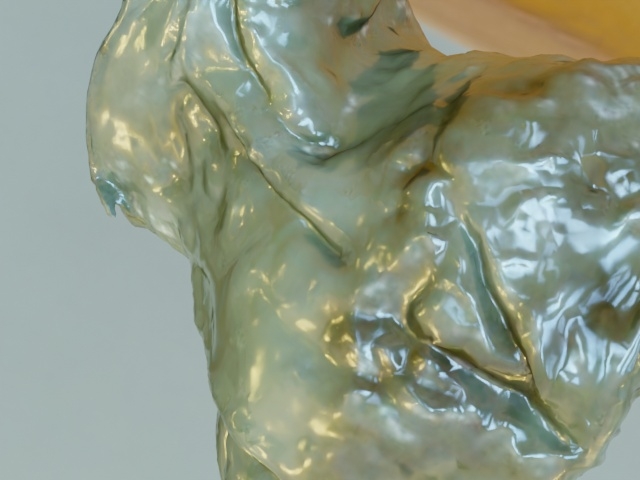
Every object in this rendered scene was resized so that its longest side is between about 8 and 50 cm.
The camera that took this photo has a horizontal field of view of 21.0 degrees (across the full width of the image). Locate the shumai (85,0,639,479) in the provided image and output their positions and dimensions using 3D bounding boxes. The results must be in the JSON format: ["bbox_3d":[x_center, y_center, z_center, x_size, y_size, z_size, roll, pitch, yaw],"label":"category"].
[{"bbox_3d":[0.000,0.000,0.841,0.288,0.330,0.292,29,-176,-8],"label":"shumai"}]
